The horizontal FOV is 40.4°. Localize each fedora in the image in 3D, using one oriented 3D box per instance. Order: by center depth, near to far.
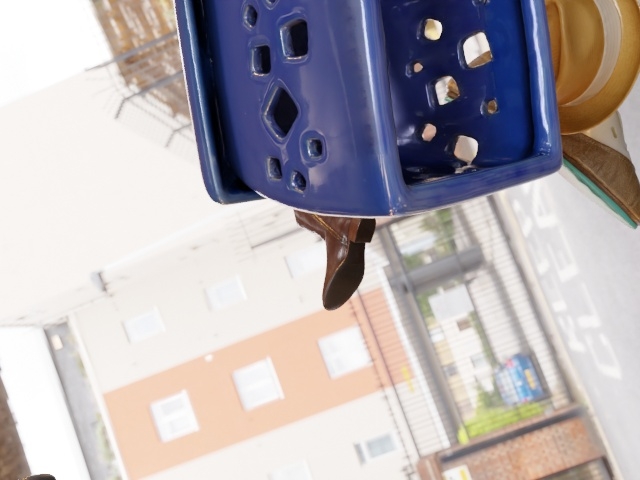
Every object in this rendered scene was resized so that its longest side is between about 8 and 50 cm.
[{"bbox_3d":[0.248,-0.206,0.934,0.079,0.194,0.194,-19,-93,-43],"label":"fedora"}]

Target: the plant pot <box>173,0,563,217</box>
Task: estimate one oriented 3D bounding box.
[{"bbox_3d":[0.025,-0.141,0.652,0.236,0.212,0.236,-15,-81,-48],"label":"plant pot"}]

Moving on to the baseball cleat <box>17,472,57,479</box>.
[{"bbox_3d":[-0.534,0.475,1.518,0.206,0.109,0.072,-18,-63,-45],"label":"baseball cleat"}]

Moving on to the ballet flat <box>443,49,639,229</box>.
[{"bbox_3d":[0.336,-0.158,1.219,0.342,0.124,0.116,37,-176,17],"label":"ballet flat"}]

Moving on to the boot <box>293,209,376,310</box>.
[{"bbox_3d":[0.000,0.000,0.857,0.037,0.106,0.114,14,-167,-42],"label":"boot"}]
